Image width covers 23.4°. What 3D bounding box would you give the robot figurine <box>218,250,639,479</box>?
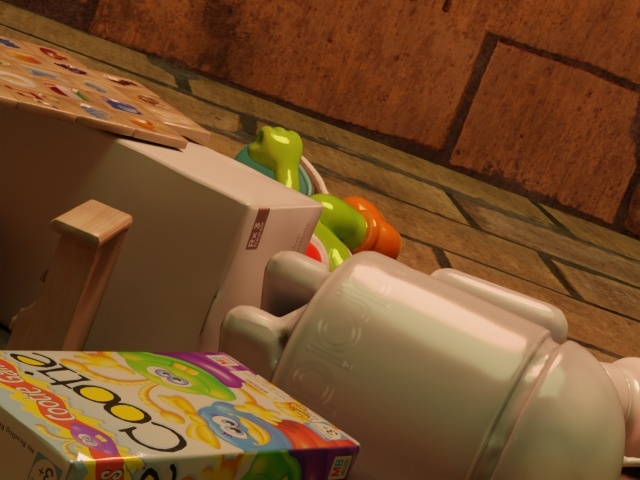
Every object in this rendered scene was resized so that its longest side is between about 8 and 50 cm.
[{"bbox_3d":[0.090,0.139,1.237,0.353,0.200,0.300,24,53,14],"label":"robot figurine"}]

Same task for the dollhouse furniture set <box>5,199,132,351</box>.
[{"bbox_3d":[-0.303,0.016,1.273,0.242,0.161,0.212,23,12,2],"label":"dollhouse furniture set"}]

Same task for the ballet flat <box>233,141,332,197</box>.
[{"bbox_3d":[0.000,0.000,2.051,0.139,0.139,0.400,14,18,-35],"label":"ballet flat"}]

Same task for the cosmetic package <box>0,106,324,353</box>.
[{"bbox_3d":[-0.216,-0.015,1.449,0.385,0.217,0.156,28,13,21],"label":"cosmetic package"}]

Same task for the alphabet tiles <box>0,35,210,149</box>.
[{"bbox_3d":[-0.280,-0.156,1.431,0.342,0.011,0.285,11,15,-37],"label":"alphabet tiles"}]

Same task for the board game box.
[{"bbox_3d":[-0.127,0.161,0.985,0.144,0.142,0.275,30,14,33],"label":"board game box"}]

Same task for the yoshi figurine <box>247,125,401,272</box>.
[{"bbox_3d":[-0.094,-0.015,1.685,0.203,0.203,0.362,-23,-25,35],"label":"yoshi figurine"}]

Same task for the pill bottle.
[{"bbox_3d":[0.387,0.203,1.789,0.221,0.124,0.124,15,13,-31],"label":"pill bottle"}]
